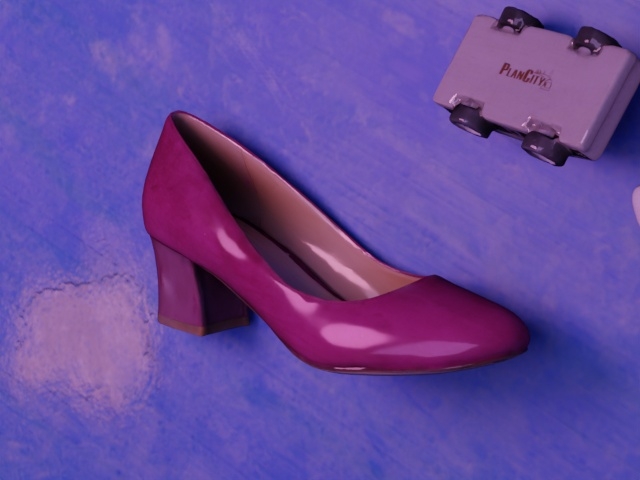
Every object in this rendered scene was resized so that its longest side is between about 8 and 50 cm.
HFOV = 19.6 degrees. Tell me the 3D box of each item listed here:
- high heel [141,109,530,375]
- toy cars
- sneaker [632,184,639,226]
[{"bbox_3d":[0.000,0.000,1.472,0.377,0.127,0.181,7,104,35],"label":"high heel"},{"bbox_3d":[0.250,-0.148,1.335,0.394,0.087,0.176,-29,46,37],"label":"toy cars"},{"bbox_3d":[0.330,-0.076,1.291,0.297,0.111,0.129,-46,58,21],"label":"sneaker"}]
